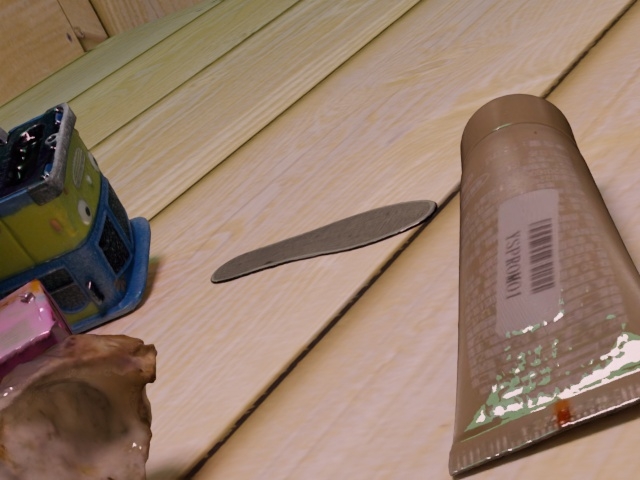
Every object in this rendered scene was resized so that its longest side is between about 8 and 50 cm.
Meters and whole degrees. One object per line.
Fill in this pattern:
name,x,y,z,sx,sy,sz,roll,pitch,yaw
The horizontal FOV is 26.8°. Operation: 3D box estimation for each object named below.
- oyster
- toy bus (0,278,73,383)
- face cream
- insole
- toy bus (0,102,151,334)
oyster,-0.200,0.160,0.740,0.198,0.133,0.337,-7,22,45
toy bus,-0.326,0.139,1.088,0.274,0.090,0.112,-30,26,-8
face cream,0.134,0.012,0.827,0.137,0.084,0.341,-24,25,15
insole,0.000,-0.001,1.161,0.232,0.003,0.080,-16,20,31
toy bus,-0.336,0.019,1.267,0.312,0.190,0.152,-23,33,12
